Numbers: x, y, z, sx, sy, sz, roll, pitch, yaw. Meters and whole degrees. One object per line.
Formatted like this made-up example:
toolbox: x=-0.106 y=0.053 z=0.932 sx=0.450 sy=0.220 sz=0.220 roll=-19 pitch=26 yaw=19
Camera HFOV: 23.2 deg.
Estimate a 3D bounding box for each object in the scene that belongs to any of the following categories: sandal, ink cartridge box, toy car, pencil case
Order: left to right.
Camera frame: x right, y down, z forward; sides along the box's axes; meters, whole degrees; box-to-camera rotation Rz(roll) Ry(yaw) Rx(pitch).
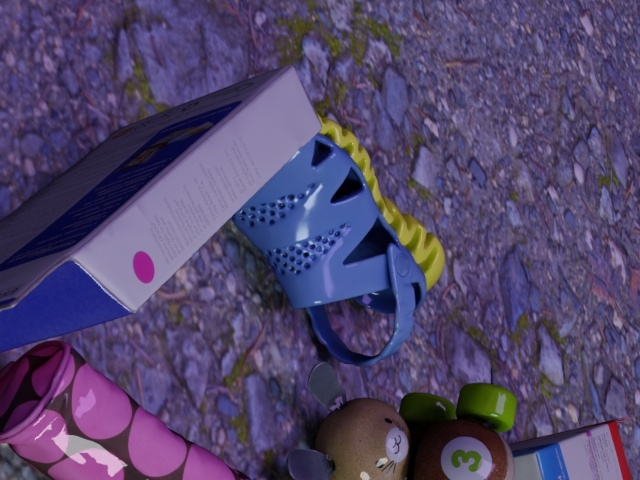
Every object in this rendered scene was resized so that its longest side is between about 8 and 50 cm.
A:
ink cartridge box: x=-0.151 y=-0.005 z=1.042 sx=0.069 sy=0.176 sz=0.371 roll=65 pitch=34 yaw=-13
pencil case: x=-0.141 y=0.148 z=1.070 sx=0.095 sy=0.098 sz=0.209 roll=-47 pitch=126 yaw=-3
sandal: x=0.000 y=0.000 z=1.322 sx=0.317 sy=0.126 sz=0.138 roll=40 pitch=49 yaw=-38
toy car: x=0.055 y=0.178 z=1.313 sx=0.188 sy=0.149 sz=0.155 roll=30 pitch=61 yaw=-32
ink cartridge box: x=0.212 y=0.233 z=1.508 sx=0.231 sy=0.134 sz=0.078 roll=-5 pitch=79 yaw=-56
